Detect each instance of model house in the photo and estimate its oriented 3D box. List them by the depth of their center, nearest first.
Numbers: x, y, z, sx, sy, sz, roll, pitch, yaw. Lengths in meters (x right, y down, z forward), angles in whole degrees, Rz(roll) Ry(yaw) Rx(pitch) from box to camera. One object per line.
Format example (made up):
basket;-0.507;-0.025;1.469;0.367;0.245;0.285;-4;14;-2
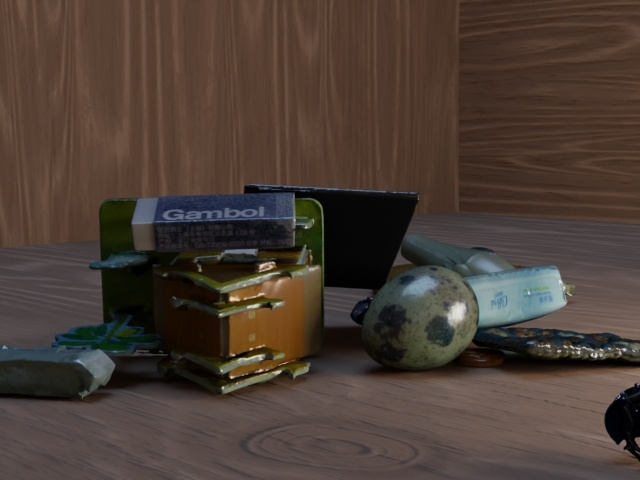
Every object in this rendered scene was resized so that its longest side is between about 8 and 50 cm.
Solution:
model house;-0.177;0.072;1.643;0.357;0.242;0.313;2;8;4

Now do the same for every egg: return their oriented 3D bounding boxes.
egg;0.137;0.111;1.685;0.181;0.141;0.141;-26;18;-30

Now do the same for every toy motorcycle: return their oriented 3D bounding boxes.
toy motorcycle;0.361;0.184;1.174;0.135;0.092;0.254;-10;16;-9
toy motorcycle;0.134;0.109;2.085;0.114;0.076;0.205;-8;4;26

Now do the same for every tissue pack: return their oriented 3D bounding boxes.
tissue pack;0.237;0.102;1.899;0.177;0.089;0.263;-21;-9;42

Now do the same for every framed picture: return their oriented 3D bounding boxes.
framed picture;0.000;0.000;1.900;0.255;0.014;0.339;3;-26;-5

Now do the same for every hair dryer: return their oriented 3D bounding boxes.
hair dryer;0.293;0.057;2.265;0.296;0.119;0.298;23;12;30

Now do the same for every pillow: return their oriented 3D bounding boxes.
pillow;0.356;0.147;1.737;0.255;0.034;0.189;3;4;-19

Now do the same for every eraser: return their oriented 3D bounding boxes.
eraser;-0.138;-0.025;1.613;0.212;0.046;0.092;-2;25;-1

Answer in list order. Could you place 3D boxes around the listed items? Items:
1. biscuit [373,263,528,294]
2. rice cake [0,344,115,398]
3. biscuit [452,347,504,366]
biscuit;0.267;0.078;2.470;0.351;0.057;0.312;-4;8;-34
rice cake;-0.428;0.165;1.567;0.336;0.063;0.066;2;14;14
biscuit;0.224;0.165;1.744;0.078;0.015;0.091;1;5;9
